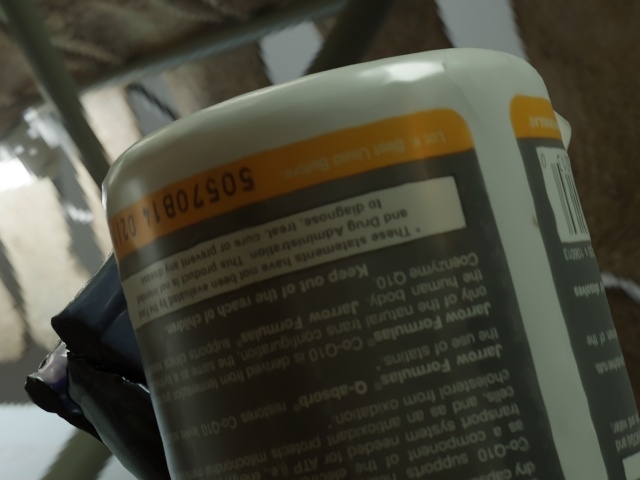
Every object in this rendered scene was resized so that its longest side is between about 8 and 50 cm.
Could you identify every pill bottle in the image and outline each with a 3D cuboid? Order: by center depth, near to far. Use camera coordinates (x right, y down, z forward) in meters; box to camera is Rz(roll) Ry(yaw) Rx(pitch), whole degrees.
[{"bbox_3d":[0.033,0.088,0.550,0.162,0.162,0.278,-22,-99,55],"label":"pill bottle"}]

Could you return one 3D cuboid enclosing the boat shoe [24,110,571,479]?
[{"bbox_3d":[0.000,0.000,0.788,0.158,0.340,0.127,35,-47,2],"label":"boat shoe"}]
